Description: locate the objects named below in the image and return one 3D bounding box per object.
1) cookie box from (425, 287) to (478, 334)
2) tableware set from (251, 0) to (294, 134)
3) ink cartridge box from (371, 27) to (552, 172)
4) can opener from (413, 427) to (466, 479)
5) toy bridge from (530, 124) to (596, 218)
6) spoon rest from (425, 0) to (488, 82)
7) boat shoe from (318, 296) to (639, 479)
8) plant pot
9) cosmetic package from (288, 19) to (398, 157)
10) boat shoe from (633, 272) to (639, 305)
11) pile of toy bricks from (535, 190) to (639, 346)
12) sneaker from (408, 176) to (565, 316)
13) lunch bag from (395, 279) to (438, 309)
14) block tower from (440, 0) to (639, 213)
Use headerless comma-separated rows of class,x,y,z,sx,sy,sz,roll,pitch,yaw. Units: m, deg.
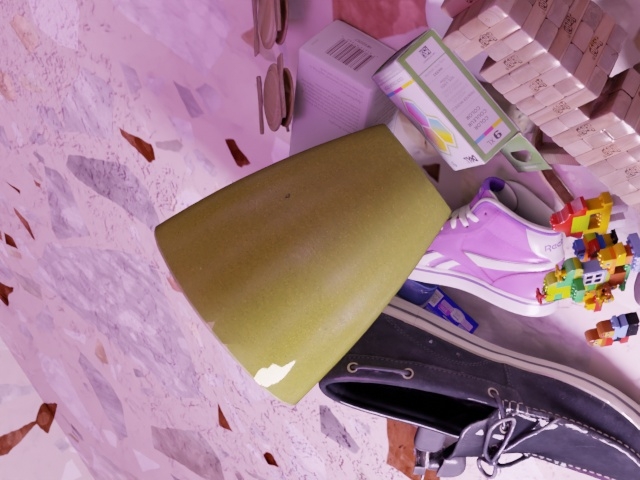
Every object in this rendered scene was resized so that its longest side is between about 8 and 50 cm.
cookie box,0.165,0.124,1.545,0.092,0.040,0.107,43,146,5
tableware set,-0.050,-0.236,1.362,0.128,0.039,0.194,165,102,-73
ink cartridge box,0.159,-0.138,1.224,0.209,0.062,0.109,47,172,-7
can opener,0.195,0.292,1.653,0.095,0.076,0.283,8,145,1
toy bridge,0.273,-0.099,1.216,0.063,0.026,0.188,10,131,44
spoon rest,0.197,-0.259,1.093,0.137,0.084,0.276,47,145,2
boat shoe,0.224,0.230,1.414,0.500,0.156,0.187,23,148,4
plant pot,0.000,0.000,1.284,0.275,0.293,0.275,51,-175,-6
cosmetic package,0.031,-0.155,1.383,0.117,0.085,0.231,35,146,20
boat shoe,0.417,0.007,1.130,0.070,0.077,0.219,11,146,-12
pile of toy bricks,0.295,0.046,1.207,0.212,0.105,0.118,77,-178,-57
sneaker,0.179,-0.023,1.348,0.282,0.102,0.161,16,128,29
lunch bag,0.131,0.049,1.462,0.067,0.098,0.065,30,132,7
block tower,0.267,-0.145,1.036,0.335,0.091,0.097,37,154,-15
